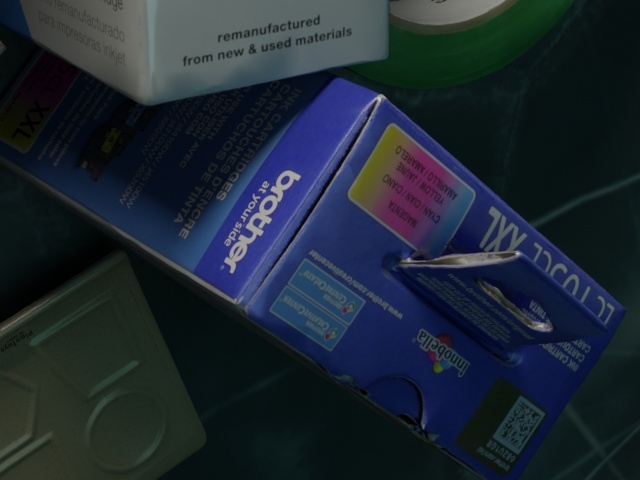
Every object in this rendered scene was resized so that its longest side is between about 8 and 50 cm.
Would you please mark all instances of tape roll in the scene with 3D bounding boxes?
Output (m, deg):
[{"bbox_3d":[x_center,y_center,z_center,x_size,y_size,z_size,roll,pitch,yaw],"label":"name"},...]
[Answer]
[{"bbox_3d":[0.079,-0.271,1.248,0.321,0.077,0.321,-15,117,-31],"label":"tape roll"}]

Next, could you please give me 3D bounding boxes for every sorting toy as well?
[{"bbox_3d":[-0.191,0.127,1.253,0.193,0.038,0.208,-34,130,-20],"label":"sorting toy"}]

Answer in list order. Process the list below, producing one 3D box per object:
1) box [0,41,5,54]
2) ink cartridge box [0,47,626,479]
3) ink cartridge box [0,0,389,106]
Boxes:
[{"bbox_3d":[-0.315,-0.164,0.973,0.122,0.128,0.257,-47,129,-9],"label":"box"},{"bbox_3d":[0.000,0.000,1.098,0.270,0.395,0.151,37,86,-40],"label":"ink cartridge box"},{"bbox_3d":[-0.102,-0.308,0.963,0.166,0.285,0.395,-15,117,-30],"label":"ink cartridge box"}]
